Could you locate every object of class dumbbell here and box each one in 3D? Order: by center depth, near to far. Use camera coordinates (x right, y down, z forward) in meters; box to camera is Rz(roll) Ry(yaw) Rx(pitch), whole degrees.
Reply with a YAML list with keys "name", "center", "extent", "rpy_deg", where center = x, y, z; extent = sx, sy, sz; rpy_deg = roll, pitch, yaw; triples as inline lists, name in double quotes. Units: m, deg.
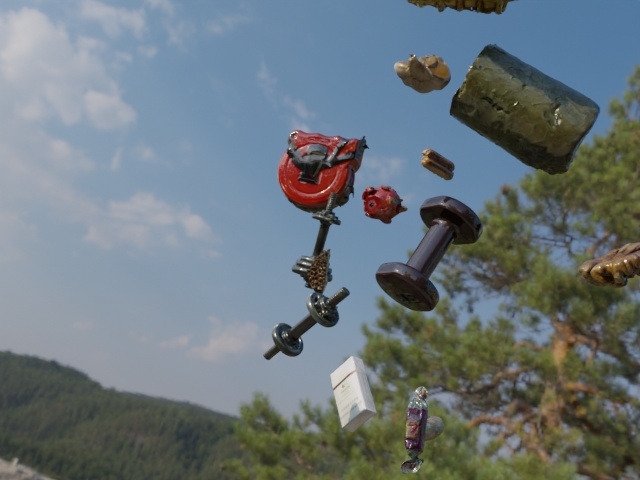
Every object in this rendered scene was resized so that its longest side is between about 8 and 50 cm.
- name: "dumbbell"
  center: [0.221, 0.025, 1.400]
  extent: [0.124, 0.225, 0.140]
  rpy_deg: [44, -21, -20]
- name: "dumbbell"
  center: [-0.032, 0.173, 1.411]
  extent: [0.081, 0.082, 0.254]
  rpy_deg: [29, -57, -32]
- name: "dumbbell"
  center: [0.000, 0.000, 1.779]
  extent: [0.110, 0.255, 0.110]
  rpy_deg: [15, 2, 0]

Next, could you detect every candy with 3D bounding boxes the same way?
- name: "candy"
  center: [0.191, 0.381, 1.393]
  extent: [0.045, 0.175, 0.043]
  rpy_deg: [3, -20, 18]

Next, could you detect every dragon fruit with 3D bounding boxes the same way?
- name: "dragon fruit"
  center: [0.175, -0.104, 2.008]
  extent: [0.126, 0.112, 0.068]
  rpy_deg: [48, 22, 6]

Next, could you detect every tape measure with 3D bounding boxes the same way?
- name: "tape measure"
  center: [-0.002, -0.211, 2.106]
  extent: [0.253, 0.260, 0.114]
  rpy_deg: [12, -9, 16]

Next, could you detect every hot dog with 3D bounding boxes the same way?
- name: "hot dog"
  center: [0.399, -0.254, 2.324]
  extent: [0.045, 0.071, 0.165]
  rpy_deg: [-13, -26, 42]

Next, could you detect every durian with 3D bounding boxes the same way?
- name: "durian"
  center: [0.008, 0.070, 1.682]
  extent: [0.052, 0.130, 0.066]
  rpy_deg: [-15, -37, 40]

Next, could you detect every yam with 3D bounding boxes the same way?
- name: "yam"
  center: [0.452, -0.285, 1.528]
  extent: [0.300, 0.195, 0.195]
  rpy_deg: [34, -18, 8]

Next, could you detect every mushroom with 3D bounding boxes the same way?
- name: "mushroom"
  center: [0.228, 0.401, 1.525]
  extent: [0.085, 0.079, 0.085]
  rpy_deg: [-18, -9, -3]

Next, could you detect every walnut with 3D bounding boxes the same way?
- name: "walnut"
  center: [0.639, 0.054, 1.465]
  extent: [0.170, 0.069, 0.143]
  rpy_deg: [-20, 6, -16]

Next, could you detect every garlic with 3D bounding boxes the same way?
- name: "garlic"
  center: [0.200, -0.329, 1.356]
  extent: [0.113, 0.094, 0.074]
  rpy_deg: [23, -60, -2]

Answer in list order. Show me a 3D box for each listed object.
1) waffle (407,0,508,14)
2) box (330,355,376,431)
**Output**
- name: "waffle"
  center: [0.315, -0.565, 1.460]
  extent: [0.311, 0.060, 0.307]
  rpy_deg: [14, -14, -19]
- name: "box"
  center: [0.073, 0.351, 1.588]
  extent: [0.040, 0.154, 0.084]
  rpy_deg: [26, -59, -29]
